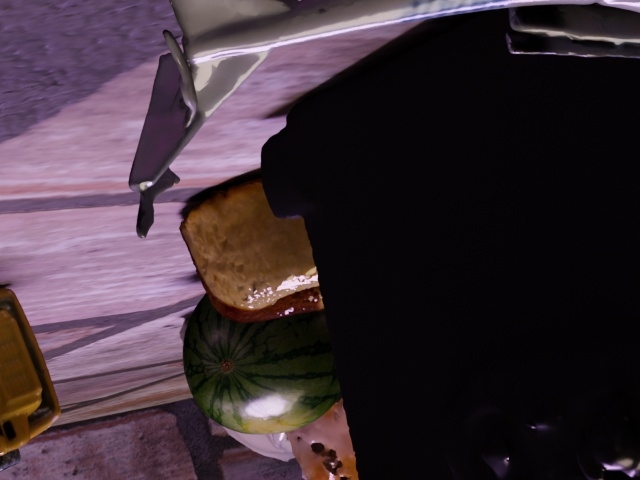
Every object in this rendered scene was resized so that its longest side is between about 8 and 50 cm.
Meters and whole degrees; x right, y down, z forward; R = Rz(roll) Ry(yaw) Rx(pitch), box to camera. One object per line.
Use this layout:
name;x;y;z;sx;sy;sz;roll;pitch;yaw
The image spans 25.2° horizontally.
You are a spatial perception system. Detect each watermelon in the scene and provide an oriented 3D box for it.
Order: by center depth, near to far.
watermelon;-0.036;0.091;1.189;0.140;0.141;0.187;-16;174;20

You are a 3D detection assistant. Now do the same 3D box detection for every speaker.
speaker;0.122;0.018;0.599;0.184;0.232;0.254;-8;176;-34

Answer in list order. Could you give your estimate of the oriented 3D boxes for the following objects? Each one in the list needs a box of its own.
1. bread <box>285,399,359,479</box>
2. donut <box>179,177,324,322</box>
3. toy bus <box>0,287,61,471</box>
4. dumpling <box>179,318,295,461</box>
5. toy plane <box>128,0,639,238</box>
bread;0.156;0.178;1.339;0.279;0.315;0.248;-45;174;35
donut;0.000;0.000;0.855;0.166;0.073;0.184;-8;170;-21
toy bus;-0.280;0.112;0.999;0.123;0.121;0.335;-19;178;-40
dumpling;-0.058;0.135;1.474;0.147;0.193;0.258;-53;175;10
toy plane;0.078;-0.087;0.381;0.273;0.107;0.182;2;-137;22
